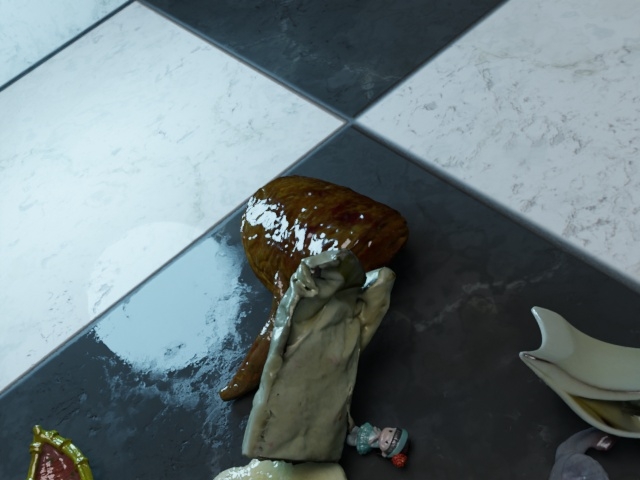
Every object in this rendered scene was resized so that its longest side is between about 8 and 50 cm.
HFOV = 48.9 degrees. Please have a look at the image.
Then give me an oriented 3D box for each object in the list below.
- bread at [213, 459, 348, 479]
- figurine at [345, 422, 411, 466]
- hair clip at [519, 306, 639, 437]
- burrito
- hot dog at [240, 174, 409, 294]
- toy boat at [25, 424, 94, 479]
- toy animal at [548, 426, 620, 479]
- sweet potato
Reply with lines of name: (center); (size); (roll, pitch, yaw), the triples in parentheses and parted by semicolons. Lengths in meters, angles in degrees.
bread: (-0.076, 0.449, 1.054); (0.316, 0.054, 0.316); (-14, 47, 15)
figurine: (0.090, 0.317, 1.099); (0.106, 0.047, 0.060); (2, 41, 30)
hair clip: (0.423, 0.195, 0.978); (0.282, 0.113, 0.172); (9, 21, 19)
burrito: (-0.011, 0.173, 1.092); (0.135, 0.190, 0.332); (10, 83, 58)
hot dog: (0.000, 0.000, 1.350); (0.267, 0.174, 0.387); (-41, 36, -17)
toy boat: (-0.446, 0.455, 1.193); (0.141, 0.099, 0.318); (-26, 41, -4)
toy animal: (0.341, 0.330, 0.938); (0.324, 0.090, 0.195); (-44, 38, -19)
sweet potato: (-0.098, 0.183, 1.259); (0.078, 0.058, 0.255); (26, 93, 24)
